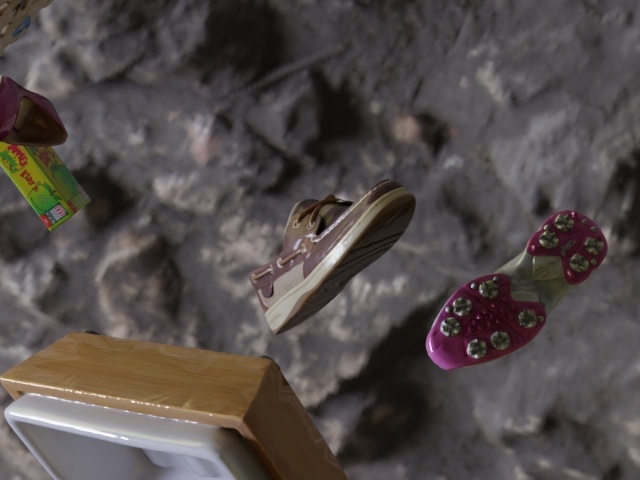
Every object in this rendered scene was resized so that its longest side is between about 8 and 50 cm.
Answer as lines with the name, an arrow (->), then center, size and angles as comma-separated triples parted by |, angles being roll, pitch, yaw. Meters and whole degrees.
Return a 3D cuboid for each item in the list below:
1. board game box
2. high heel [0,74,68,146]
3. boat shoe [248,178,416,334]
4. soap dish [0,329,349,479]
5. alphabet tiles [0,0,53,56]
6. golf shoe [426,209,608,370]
board game box -> -0.383, -0.105, 2.033 | 0.043, 0.092, 0.181 | -34, 98, 12
high heel -> -0.355, -0.136, 1.841 | 0.117, 0.082, 0.244 | 34, -179, -14
boat shoe -> 0.000, 0.000, 2.031 | 0.123, 0.123, 0.342 | 57, 143, 11
soap dish -> -0.125, 0.193, 1.418 | 0.291, 0.118, 0.229 | 5, 140, 35
alphabet tiles -> -0.320, -0.263, 1.599 | 0.021, 0.284, 0.278 | 39, 167, -1
golf shoe -> 0.260, 0.087, 2.084 | 0.115, 0.306, 0.140 | 50, 157, 12
